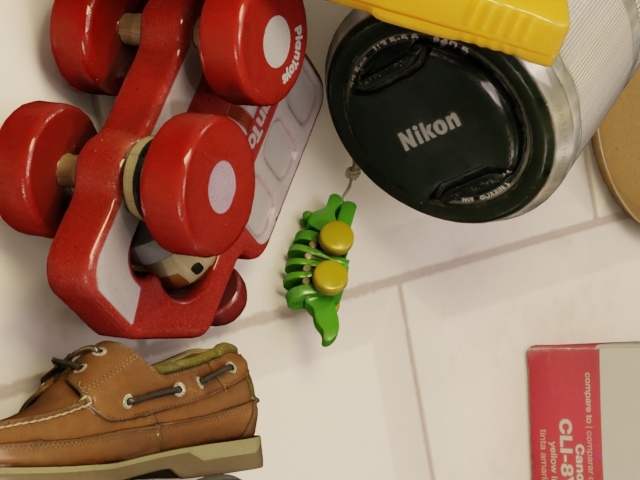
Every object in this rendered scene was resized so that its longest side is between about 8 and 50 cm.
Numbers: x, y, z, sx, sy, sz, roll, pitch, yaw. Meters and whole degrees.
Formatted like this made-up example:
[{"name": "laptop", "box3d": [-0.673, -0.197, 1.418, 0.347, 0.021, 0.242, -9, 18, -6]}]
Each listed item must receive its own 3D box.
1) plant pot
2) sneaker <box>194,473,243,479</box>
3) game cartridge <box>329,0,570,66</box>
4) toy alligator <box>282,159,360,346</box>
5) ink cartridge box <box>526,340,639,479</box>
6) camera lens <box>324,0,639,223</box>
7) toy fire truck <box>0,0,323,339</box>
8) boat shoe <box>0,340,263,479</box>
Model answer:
[{"name": "plant pot", "box3d": [0.348, -0.119, 1.762, 0.236, 0.032, 0.236, 5, 83, -41]}, {"name": "sneaker", "box3d": [-0.164, 0.288, 1.206, 0.341, 0.140, 0.125, -42, 104, -36]}, {"name": "game cartridge", "box3d": [0.022, -0.255, 1.275, 0.324, 0.052, 0.285, 17, 35, -8]}, {"name": "toy alligator", "box3d": [0.000, 0.000, 1.431, 0.051, 0.056, 0.189, 11, 61, -4]}, {"name": "ink cartridge box", "box3d": [0.424, 0.169, 1.570, 0.279, 0.385, 0.160, 3, 85, -42]}, {"name": "camera lens", "box3d": [0.148, -0.163, 1.443, 0.219, 0.219, 0.274, 60, 43, -21]}, {"name": "toy fire truck", "box3d": [-0.094, -0.058, 1.287, 0.254, 0.169, 0.302, 52, 50, -52]}, {"name": "boat shoe", "box3d": [-0.169, 0.126, 1.238, 0.307, 0.111, 0.104, 2, 82, -52]}]
